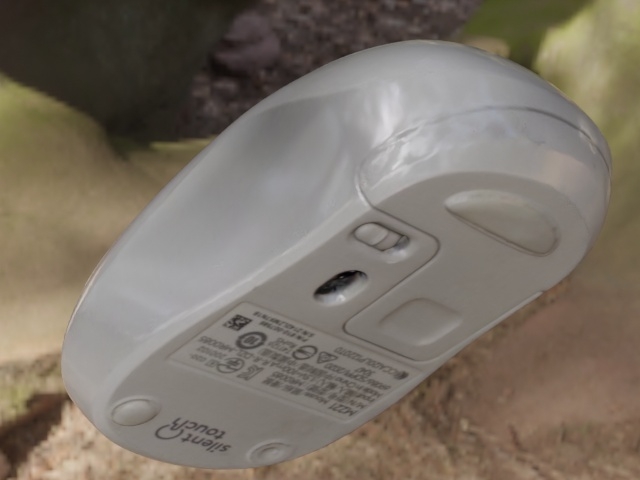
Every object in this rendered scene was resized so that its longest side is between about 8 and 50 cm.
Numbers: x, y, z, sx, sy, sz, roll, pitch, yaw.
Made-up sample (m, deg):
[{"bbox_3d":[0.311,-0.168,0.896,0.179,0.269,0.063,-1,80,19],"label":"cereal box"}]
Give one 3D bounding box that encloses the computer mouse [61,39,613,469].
[{"bbox_3d":[0.000,0.000,0.780,0.184,0.297,0.121,18,46,-41],"label":"computer mouse"}]
